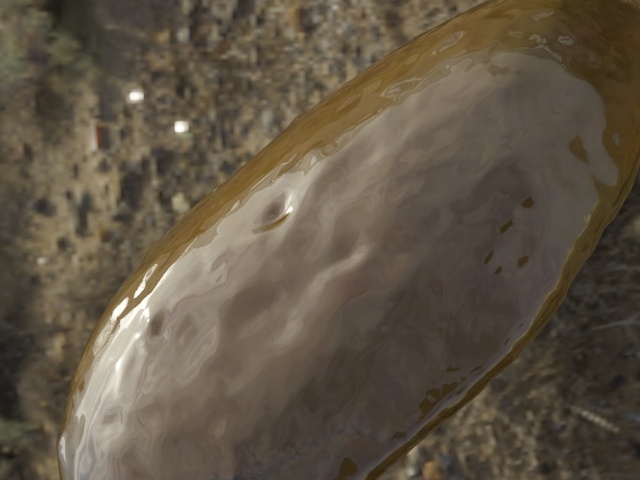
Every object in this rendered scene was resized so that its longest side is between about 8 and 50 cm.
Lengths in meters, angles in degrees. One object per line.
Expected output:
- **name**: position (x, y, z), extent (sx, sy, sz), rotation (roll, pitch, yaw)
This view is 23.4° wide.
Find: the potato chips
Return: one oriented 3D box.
- **potato chips**: position (0.000, 0.000, 0.402), extent (0.202, 0.049, 0.150), rotation (-41, 24, 15)
